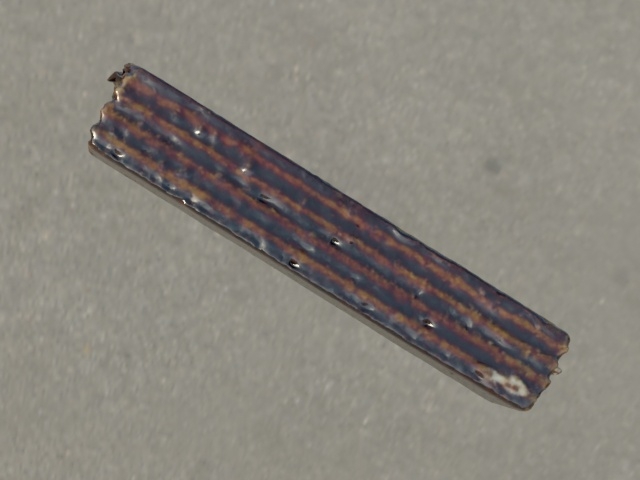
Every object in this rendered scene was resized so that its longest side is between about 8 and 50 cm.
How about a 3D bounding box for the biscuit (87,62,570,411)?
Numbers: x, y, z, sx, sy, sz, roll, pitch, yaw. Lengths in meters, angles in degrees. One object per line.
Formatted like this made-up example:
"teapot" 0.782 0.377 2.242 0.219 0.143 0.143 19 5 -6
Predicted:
"biscuit" 0.000 0.000 1.202 0.388 0.107 0.073 32 85 -6
